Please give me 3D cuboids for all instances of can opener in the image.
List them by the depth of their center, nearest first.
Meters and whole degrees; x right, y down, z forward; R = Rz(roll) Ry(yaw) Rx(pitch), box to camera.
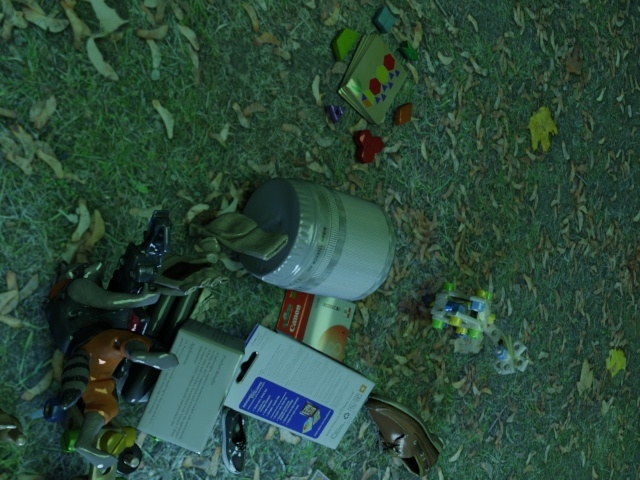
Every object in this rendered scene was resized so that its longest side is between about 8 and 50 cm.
[{"bbox_3d":[-0.282,0.163,1.211,0.074,0.093,0.280,34,66,-36],"label":"can opener"}]

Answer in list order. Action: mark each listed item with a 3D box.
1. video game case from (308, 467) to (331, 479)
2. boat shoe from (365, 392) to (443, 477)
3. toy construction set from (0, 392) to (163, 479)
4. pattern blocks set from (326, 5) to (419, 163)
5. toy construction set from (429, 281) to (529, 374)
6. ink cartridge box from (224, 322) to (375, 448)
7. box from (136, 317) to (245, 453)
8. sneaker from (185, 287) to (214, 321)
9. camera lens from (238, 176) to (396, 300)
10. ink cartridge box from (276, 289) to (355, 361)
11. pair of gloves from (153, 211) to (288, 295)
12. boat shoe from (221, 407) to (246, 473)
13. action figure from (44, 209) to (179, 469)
[{"bbox_3d":[-0.016,0.590,1.505,0.087,0.011,0.122,50,62,-31],"label":"video game case"},{"bbox_3d":[0.201,0.480,1.618,0.307,0.111,0.104,46,63,-32],"label":"boat shoe"},{"bbox_3d":[-0.380,0.358,1.034,0.309,0.237,0.257,43,66,-33],"label":"toy construction set"},{"bbox_3d":[0.123,-0.373,1.561,0.324,0.026,0.285,-53,123,-25],"label":"pattern blocks set"},{"bbox_3d":[0.405,0.213,1.709,0.328,0.215,0.151,43,66,-34],"label":"toy construction set"},{"bbox_3d":[-0.056,0.304,1.395,0.371,0.069,0.175,34,87,-39],"label":"ink cartridge box"},{"bbox_3d":[-0.220,0.246,1.167,0.119,0.182,0.180,24,86,-5],"label":"box"},{"bbox_3d":[-0.233,0.131,1.282,0.037,0.032,0.083,41,67,-34],"label":"sneaker"},{"bbox_3d":[0.000,0.000,1.350,0.274,0.219,0.219,15,83,-40],"label":"camera lens"},{"bbox_3d":[-0.010,0.184,1.468,0.179,0.045,0.145,25,76,-41],"label":"ink cartridge box"},{"bbox_3d":[-0.202,0.017,1.191,0.240,0.204,0.042,-33,127,-34],"label":"pair of gloves"},{"bbox_3d":[-0.171,0.407,1.343,0.049,0.040,0.142,-13,101,-39],"label":"boat shoe"},{"bbox_3d":[-0.332,0.116,1.014,0.179,0.330,0.341,7,115,-37],"label":"action figure"}]
